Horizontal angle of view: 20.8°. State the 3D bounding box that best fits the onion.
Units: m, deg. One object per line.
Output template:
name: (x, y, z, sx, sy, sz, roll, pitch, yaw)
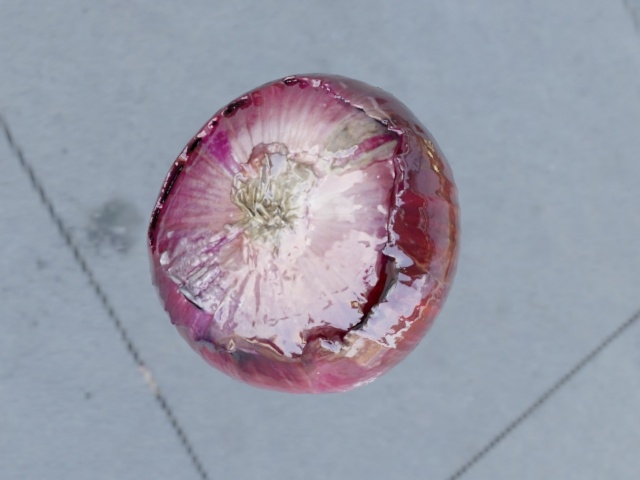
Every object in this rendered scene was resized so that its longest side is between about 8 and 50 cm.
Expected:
onion: (-0.008, 0.000, 1.249, 0.248, 0.248, 0.161, -62, 144, -22)
